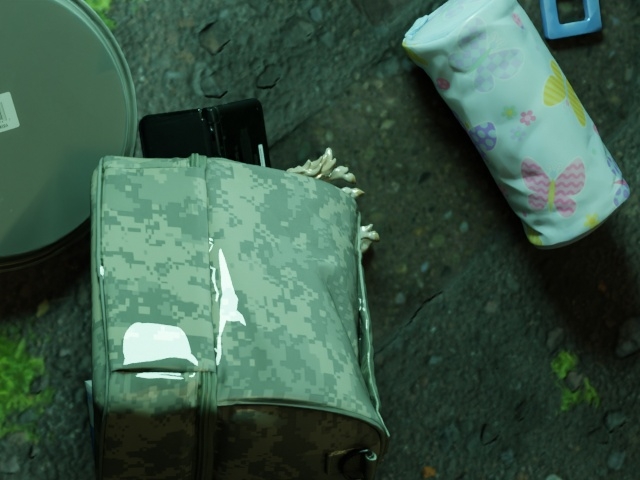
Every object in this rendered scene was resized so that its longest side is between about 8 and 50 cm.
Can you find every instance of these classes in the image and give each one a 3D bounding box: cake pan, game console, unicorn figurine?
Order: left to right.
[{"bbox_3d":[-0.308,-0.112,1.817,0.293,0.054,0.293,-2,96,-18],"label":"cake pan"},{"bbox_3d":[-0.108,-0.071,1.910,0.107,0.071,0.122,-17,103,-47],"label":"game console"},{"bbox_3d":[0.000,0.000,1.934,0.111,0.060,0.162,-22,87,-9],"label":"unicorn figurine"}]

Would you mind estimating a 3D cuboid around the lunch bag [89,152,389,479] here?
[{"bbox_3d":[-0.076,0.084,1.759,0.256,0.212,0.305,-1,52,-5],"label":"lunch bag"}]

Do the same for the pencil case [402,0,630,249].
[{"bbox_3d":[0.194,-0.122,1.949,0.124,0.113,0.273,-27,107,28],"label":"pencil case"}]

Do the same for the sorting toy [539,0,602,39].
[{"bbox_3d":[0.243,-0.378,1.977,0.196,0.047,0.348,4,94,-19],"label":"sorting toy"}]

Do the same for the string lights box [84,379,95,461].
[{"bbox_3d":[-0.142,0.257,1.896,0.133,0.077,0.260,-9,98,-18],"label":"string lights box"}]
